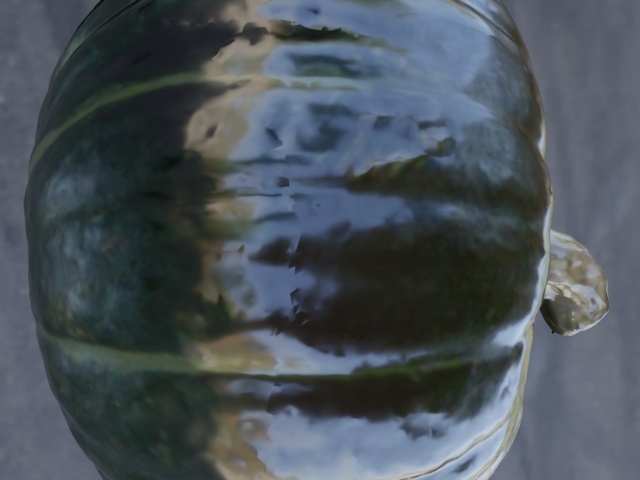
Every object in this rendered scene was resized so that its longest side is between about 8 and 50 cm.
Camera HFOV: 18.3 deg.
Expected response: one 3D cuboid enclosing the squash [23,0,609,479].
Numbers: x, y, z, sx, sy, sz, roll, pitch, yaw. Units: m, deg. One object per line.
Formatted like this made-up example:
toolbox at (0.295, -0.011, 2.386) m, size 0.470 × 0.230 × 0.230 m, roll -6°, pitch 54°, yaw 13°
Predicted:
squash at (-0.005, -0.001, 0.635) m, size 0.218 × 0.172 × 0.218 m, roll -20°, pitch 90°, yaw -84°
